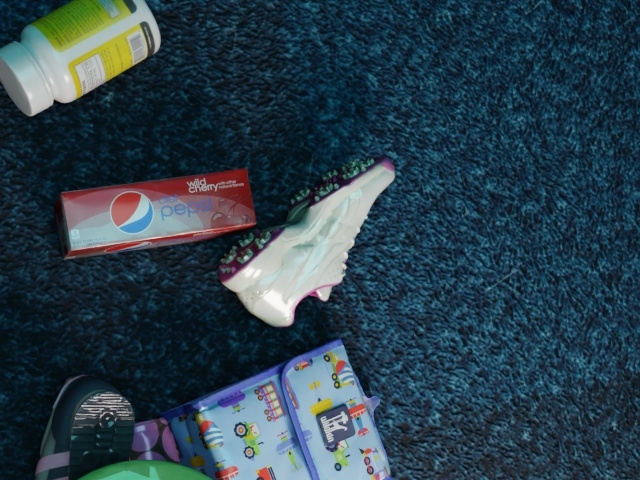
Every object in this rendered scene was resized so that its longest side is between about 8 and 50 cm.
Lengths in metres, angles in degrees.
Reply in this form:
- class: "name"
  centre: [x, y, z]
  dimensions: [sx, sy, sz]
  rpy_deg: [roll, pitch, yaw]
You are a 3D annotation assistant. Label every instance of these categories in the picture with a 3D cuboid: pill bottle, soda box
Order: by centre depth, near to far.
- class: "pill bottle"
  centre: [-0.336, -0.264, 1.889]
  dimensions: [0.208, 0.119, 0.119]
  rpy_deg: [-34, 92, -21]
- class: "soda box"
  centre: [-0.228, -0.037, 1.900]
  dimensions: [0.263, 0.092, 0.083]
  rpy_deg: [-9, 83, -19]

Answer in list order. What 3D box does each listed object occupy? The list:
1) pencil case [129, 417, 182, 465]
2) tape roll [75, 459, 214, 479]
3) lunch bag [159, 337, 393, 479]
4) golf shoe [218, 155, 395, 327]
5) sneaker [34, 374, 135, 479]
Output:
- class: "pencil case"
  centre: [-0.224, 0.345, 1.838]
  dimensions: [0.095, 0.098, 0.209]
  rpy_deg: [-8, 80, -38]
- class: "tape roll"
  centre: [-0.219, 0.433, 1.681]
  dimensions: [0.321, 0.077, 0.321]
  rpy_deg: [5, 72, -17]
- class: "lunch bag"
  centre: [-0.038, 0.282, 1.908]
  dimensions: [0.293, 0.138, 0.221]
  rpy_deg: [-21, 87, -33]
- class: "golf shoe"
  centre: [0.000, 0.000, 1.971]
  dimensions: [0.306, 0.115, 0.140]
  rpy_deg: [-39, 105, -14]
- class: "sneaker"
  centre: [-0.329, 0.329, 1.808]
  dimensions: [0.112, 0.131, 0.319]
  rpy_deg: [15, 98, -31]
